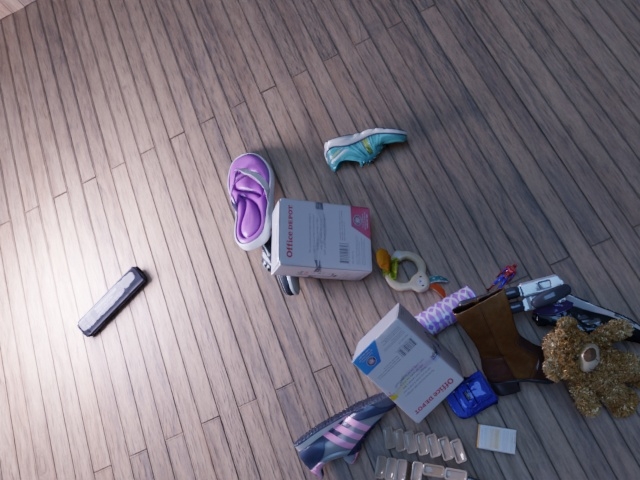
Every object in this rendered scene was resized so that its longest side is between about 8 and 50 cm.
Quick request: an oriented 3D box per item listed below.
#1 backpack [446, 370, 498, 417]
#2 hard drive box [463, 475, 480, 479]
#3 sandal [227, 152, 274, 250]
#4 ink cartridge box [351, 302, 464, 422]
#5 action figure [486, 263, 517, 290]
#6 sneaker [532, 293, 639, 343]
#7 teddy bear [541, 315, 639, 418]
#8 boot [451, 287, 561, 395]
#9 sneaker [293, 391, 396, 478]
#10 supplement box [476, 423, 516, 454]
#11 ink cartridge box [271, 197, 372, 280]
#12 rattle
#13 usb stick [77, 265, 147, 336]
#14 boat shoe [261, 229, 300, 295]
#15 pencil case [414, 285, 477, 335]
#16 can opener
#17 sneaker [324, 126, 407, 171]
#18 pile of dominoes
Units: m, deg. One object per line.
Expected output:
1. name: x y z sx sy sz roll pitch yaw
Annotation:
1. backpack: 0.395 0.412 1.560 0.120 0.101 0.098 -32 60 7
2. hard drive box: 0.450 0.707 1.444 0.232 0.089 0.181 13 75 19
3. sandal: -0.229 -0.155 1.871 0.169 0.102 0.417 -27 49 12
4. ink cartridge box: 0.230 0.318 1.545 0.232 0.168 0.171 44 101 2
5. action figure: 0.522 0.108 1.671 0.038 0.030 0.115 42 81 18
6. sneaker: 0.706 0.231 1.550 0.283 0.107 0.124 24 87 29
7. teddy bear: 0.691 0.316 1.424 0.245 0.338 0.113 -41 23 3
8. boot: 0.514 0.238 1.513 0.264 0.096 0.281 -22 104 22
9. sneaker: 0.091 0.530 1.609 0.318 0.112 0.131 -31 83 6
10. supplement box: 0.461 0.520 1.536 0.098 0.036 0.062 5 72 17
11. ink cartridge box: 0.000 0.000 1.733 0.282 0.117 0.208 5 70 -16
12. rattle: 0.271 0.087 1.691 0.199 0.143 0.130 32 63 29
13. usb stick: -0.694 0.202 1.957 0.077 0.045 0.278 42 86 17
14. boat shoe: -0.140 0.049 1.832 0.091 0.114 0.303 -22 55 6
15. pencil case: 0.356 0.211 1.651 0.206 0.086 0.088 -32 100 4
16. can opener: 0.506 0.155 1.538 0.283 0.095 0.076 -16 78 8
17. sneaker: 0.150 -0.296 1.893 0.275 0.107 0.110 -14 87 15
18. pile of dominoes: 0.265 0.601 1.525 0.251 0.040 0.196 -1 66 30
